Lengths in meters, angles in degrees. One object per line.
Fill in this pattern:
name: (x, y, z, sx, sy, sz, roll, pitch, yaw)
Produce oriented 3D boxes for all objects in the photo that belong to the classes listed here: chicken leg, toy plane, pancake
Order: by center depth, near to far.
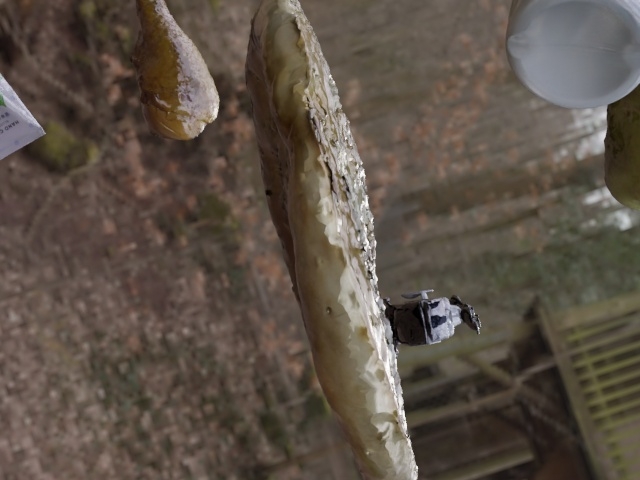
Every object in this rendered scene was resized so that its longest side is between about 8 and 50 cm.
pancake: (0.002, -0.001, 0.986, 0.356, 0.065, 0.356, 168, -90, -85)
toy plane: (0.092, 0.069, 1.232, 0.197, 0.078, 0.053, 43, 38, -87)
chicken leg: (-0.181, -0.230, 1.623, 0.107, 0.087, 0.251, 91, -19, -83)

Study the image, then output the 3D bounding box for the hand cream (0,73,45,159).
hand cream: (-0.394, -0.167, 1.696, 0.142, 0.084, 0.053, 61, 11, -3)

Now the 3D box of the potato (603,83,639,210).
potato: (0.346, -0.147, 1.262, 0.111, 0.160, 0.271, -125, -138, -79)

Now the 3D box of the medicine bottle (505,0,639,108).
medicine bottle: (0.222, -0.246, 1.174, 0.352, 0.110, 0.110, -72, 151, -49)
